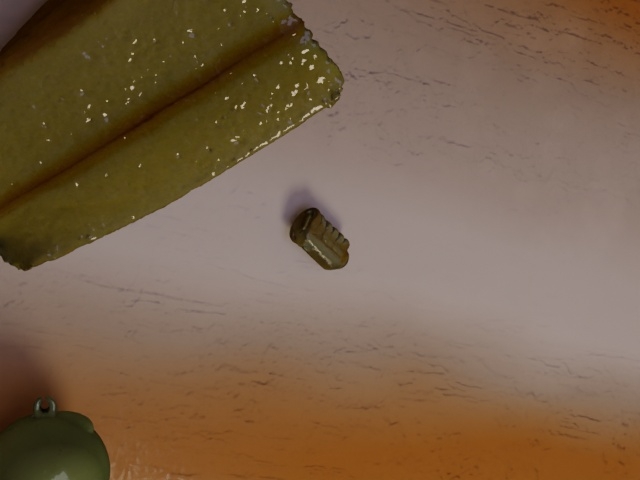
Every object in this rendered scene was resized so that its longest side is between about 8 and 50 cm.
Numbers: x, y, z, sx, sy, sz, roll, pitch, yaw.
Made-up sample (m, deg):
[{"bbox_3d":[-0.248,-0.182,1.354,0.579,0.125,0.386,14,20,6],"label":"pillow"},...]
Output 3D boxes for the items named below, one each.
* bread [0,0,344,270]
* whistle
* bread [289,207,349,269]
[{"bbox_3d":[-0.201,-0.120,1.462,0.362,0.245,0.233,-48,122,-15],"label":"bread"},{"bbox_3d":[-0.289,0.305,1.586,0.141,0.141,0.294,-10,115,-28],"label":"whistle"},{"bbox_3d":[0.000,0.000,1.726,0.088,0.033,0.049,41,67,-36],"label":"bread"}]
